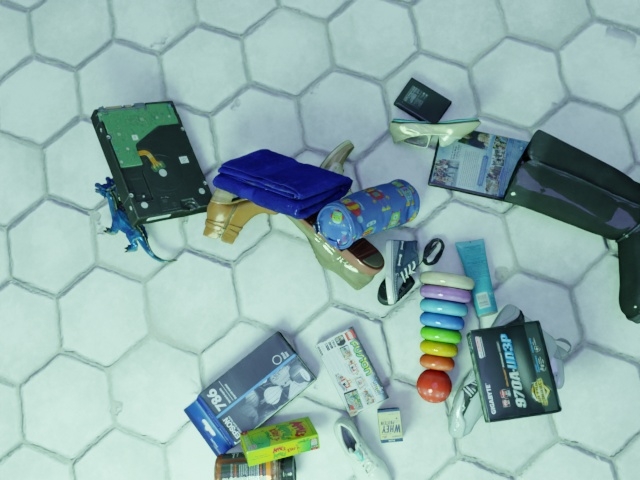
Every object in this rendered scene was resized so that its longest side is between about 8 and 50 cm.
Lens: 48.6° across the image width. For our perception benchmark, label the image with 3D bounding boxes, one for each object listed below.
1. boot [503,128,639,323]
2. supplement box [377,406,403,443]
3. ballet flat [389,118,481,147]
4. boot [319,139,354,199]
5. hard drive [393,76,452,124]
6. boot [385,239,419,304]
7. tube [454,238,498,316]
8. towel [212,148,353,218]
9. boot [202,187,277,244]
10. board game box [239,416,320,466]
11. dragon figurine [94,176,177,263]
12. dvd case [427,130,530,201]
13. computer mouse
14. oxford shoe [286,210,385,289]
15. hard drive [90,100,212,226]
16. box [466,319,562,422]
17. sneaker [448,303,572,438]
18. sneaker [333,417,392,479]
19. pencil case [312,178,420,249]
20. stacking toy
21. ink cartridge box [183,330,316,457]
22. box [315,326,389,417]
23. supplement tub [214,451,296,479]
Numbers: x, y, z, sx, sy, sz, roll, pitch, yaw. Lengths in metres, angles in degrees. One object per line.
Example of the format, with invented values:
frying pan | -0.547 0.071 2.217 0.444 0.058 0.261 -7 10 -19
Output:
boot | 0.679 -0.041 1.815 0.446 0.146 0.366 28 69 1
supplement box | 0.175 0.466 1.792 0.056 0.083 0.083 -6 78 2
ballet flat | 0.310 -0.292 1.931 0.249 0.086 0.086 3 78 18
boot | 0.065 -0.151 1.931 0.165 0.077 0.213 38 90 11
hard drive | 0.287 -0.385 1.992 0.135 0.022 0.094 34 82 10
boot | 0.213 0.077 1.843 0.086 0.069 0.189 -2 59 8
tube | 0.417 0.096 1.873 0.080 0.052 0.206 -7 73 -11
towel | -0.099 -0.160 1.834 0.308 0.076 0.228 23 39 34
boot | -0.216 -0.058 1.939 0.197 0.073 0.152 17 97 -12
board game box | -0.102 0.500 1.773 0.182 0.092 0.043 -10 108 -15
dragon figurine | -0.504 -0.050 1.906 0.289 0.144 0.085 41 47 15
dvd case | 0.436 -0.210 1.946 0.253 0.022 0.180 13 80 6
computer mouse | 0.244 0.086 1.895 0.242 0.041 0.071 -42 58 -10
oxford shoe | 0.000 0.000 1.872 0.348 0.123 0.130 42 128 11
hard drive | -0.455 -0.215 1.927 0.237 0.064 0.338 -15 76 -38
box | 0.457 0.311 1.687 0.175 0.051 0.220 -8 71 -2
sneaker | 0.473 0.357 1.765 0.210 0.137 0.365 28 78 12
sneaker | 0.100 0.542 1.776 0.080 0.094 0.212 -37 79 -5
pencil case | 0.125 -0.066 1.817 0.119 0.306 0.133 32 126 32
stacking toy | 0.301 0.248 1.813 0.141 0.141 0.330 9 84 6
ink cartridge box | -0.187 0.402 1.843 0.333 0.065 0.165 -40 79 -4
box | 0.081 0.341 1.848 0.114 0.036 0.206 -26 78 -2
supplement tub | -0.161 0.582 1.780 0.198 0.106 0.105 -5 78 4
